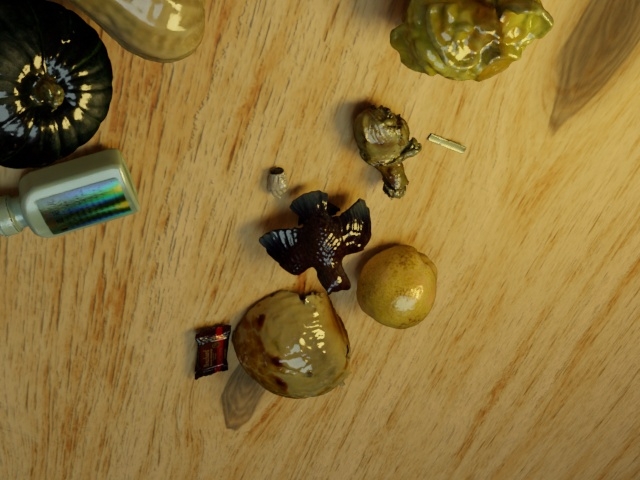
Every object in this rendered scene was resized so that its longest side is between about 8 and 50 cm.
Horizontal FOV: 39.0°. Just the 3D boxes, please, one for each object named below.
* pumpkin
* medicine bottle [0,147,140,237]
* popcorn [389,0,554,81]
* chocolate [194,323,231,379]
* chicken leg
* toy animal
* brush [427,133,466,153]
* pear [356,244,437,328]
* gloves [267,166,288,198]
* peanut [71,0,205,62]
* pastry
[{"bbox_3d":[-0.409,-0.217,1.259,0.250,0.216,0.249,-17,116,-37],"label":"pumpkin"},{"bbox_3d":[-0.426,-0.068,1.498,0.229,0.083,0.121,-18,141,-5],"label":"medicine bottle"},{"bbox_3d":[0.228,-0.339,1.379,0.235,0.216,0.181,-26,136,-12],"label":"popcorn"},{"bbox_3d":[-0.234,0.240,1.946,0.086,0.028,0.182,-15,140,-18],"label":"chocolate"},{"bbox_3d":[0.126,-0.158,1.626,0.103,0.088,0.227,-35,135,-4],"label":"chicken leg"},{"bbox_3d":[0.003,0.008,1.686,0.219,0.179,0.116,-18,165,-4],"label":"toy animal"},{"bbox_3d":[0.237,-0.183,1.699,0.084,0.013,0.016,16,122,-26],"label":"brush"},{"bbox_3d":[0.163,0.093,1.863,0.178,0.178,0.178,-11,138,-11],"label":"pear"},{"bbox_3d":[-0.079,-0.106,1.640,0.044,0.037,0.081,10,149,20],"label":"gloves"},{"bbox_3d":[-0.275,-0.370,1.187,0.174,0.158,0.340,-21,140,33],"label":"peanut"},{"bbox_3d":[-0.054,0.241,1.915,0.237,0.170,0.256,-26,133,2],"label":"pastry"}]
